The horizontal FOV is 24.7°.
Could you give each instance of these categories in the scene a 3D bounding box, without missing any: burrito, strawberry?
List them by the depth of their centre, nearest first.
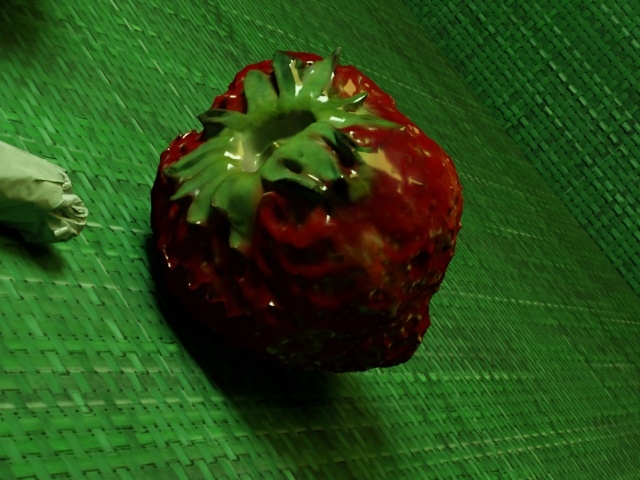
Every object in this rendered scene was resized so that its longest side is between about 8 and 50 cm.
[{"bbox_3d":[-0.236,-0.047,0.980,0.203,0.064,0.064,26,27,-47],"label":"burrito"},{"bbox_3d":[0.000,0.000,1.182,0.277,0.257,0.257,54,8,-44],"label":"strawberry"}]
